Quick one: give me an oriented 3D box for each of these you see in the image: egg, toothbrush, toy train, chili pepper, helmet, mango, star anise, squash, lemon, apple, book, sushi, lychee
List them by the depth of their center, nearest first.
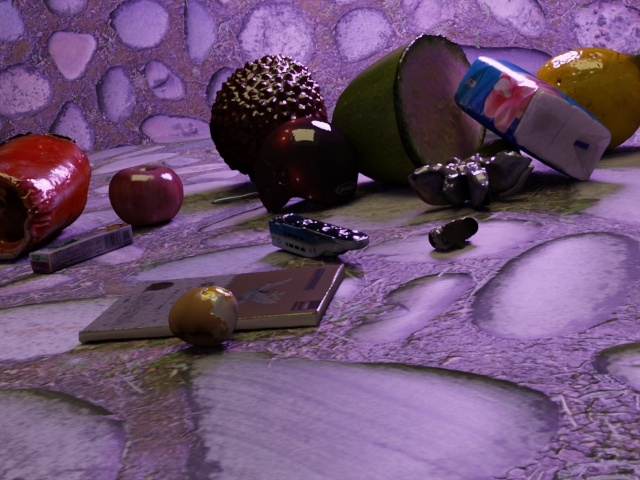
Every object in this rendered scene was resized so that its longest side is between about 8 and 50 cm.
[{"bbox_3d":[-0.138,0.089,1.063,0.083,0.071,0.071,-4,13,23],"label":"egg"},{"bbox_3d":[-0.134,0.081,1.208,0.311,0.021,0.217,-6,13,12],"label":"book"},{"bbox_3d":[0.196,-0.005,1.358,0.083,0.044,0.046,-16,-7,-37],"label":"sushi"},{"bbox_3d":[0.000,0.000,1.407,0.052,0.051,0.234,-16,18,-31],"label":"toy train"},{"bbox_3d":[0.268,-0.111,1.624,0.237,0.093,0.229,-8,12,-7],"label":"star anise"},{"bbox_3d":[-0.618,-0.092,1.823,0.252,0.229,0.305,10,14,4],"label":"chili pepper"},{"bbox_3d":[-0.025,-0.151,1.832,0.216,0.193,0.189,36,36,30],"label":"helmet"},{"bbox_3d":[0.350,-0.163,1.840,0.091,0.074,0.165,2,16,33],"label":"mango"},{"bbox_3d":[-0.360,-0.092,1.887,0.154,0.119,0.153,-2,13,0],"label":"apple"},{"bbox_3d":[0.138,-0.257,1.913,0.309,0.310,0.310,-3,13,42],"label":"squash"},{"bbox_3d":[0.562,-0.298,1.948,0.254,0.228,0.228,-3,14,34],"label":"lemon"},{"bbox_3d":[-0.146,-0.099,2.012,0.193,0.013,0.019,-10,22,-10],"label":"toothbrush"},{"bbox_3d":[-0.117,-0.279,2.158,0.306,0.330,0.306,12,-11,2],"label":"lychee"}]

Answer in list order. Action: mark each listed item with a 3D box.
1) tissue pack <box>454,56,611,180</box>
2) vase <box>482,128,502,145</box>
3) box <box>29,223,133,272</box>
[{"bbox_3d":[0.406,-0.243,1.747,0.209,0.137,0.269,27,13,-25],"label":"tissue pack"},{"bbox_3d":[0.335,-0.237,2.076,0.248,0.128,0.128,3,14,7],"label":"vase"},{"bbox_3d":[-0.429,0.012,1.650,0.050,0.041,0.207,4,18,34],"label":"box"}]
